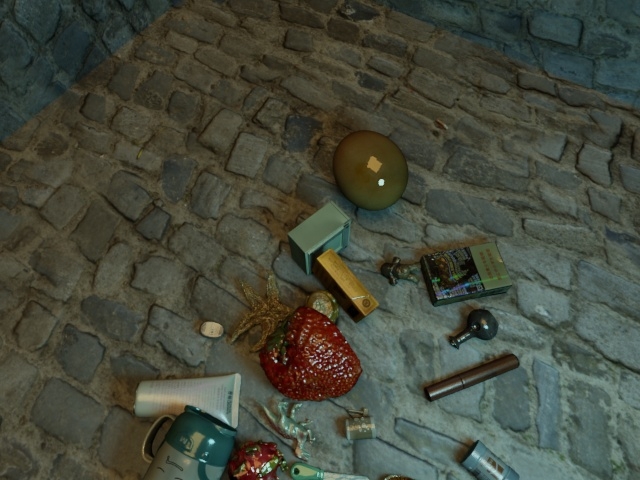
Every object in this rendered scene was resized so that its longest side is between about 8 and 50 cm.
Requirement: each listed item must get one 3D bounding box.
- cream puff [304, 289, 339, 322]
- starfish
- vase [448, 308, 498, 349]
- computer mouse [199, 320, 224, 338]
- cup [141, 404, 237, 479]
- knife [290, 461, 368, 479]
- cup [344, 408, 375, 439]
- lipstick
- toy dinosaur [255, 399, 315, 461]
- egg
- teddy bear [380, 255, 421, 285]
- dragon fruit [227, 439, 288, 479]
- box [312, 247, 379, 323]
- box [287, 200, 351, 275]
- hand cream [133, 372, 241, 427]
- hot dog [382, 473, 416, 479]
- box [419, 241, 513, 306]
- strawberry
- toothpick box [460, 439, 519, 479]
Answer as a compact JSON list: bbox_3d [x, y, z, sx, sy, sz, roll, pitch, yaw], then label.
[{"bbox_3d":[0.008,0.261,1.736,0.126,0.103,0.144,-24,63,3],"label":"cream puff"},{"bbox_3d":[-0.223,0.266,1.763,0.299,0.060,0.303,-16,68,0],"label":"starfish"},{"bbox_3d":[0.561,0.335,1.689,0.182,0.120,0.120,-34,65,4],"label":"vase"},{"bbox_3d":[-0.414,0.343,1.739,0.096,0.039,0.066,13,63,-1],"label":"computer mouse"},{"bbox_3d":[-0.432,0.674,1.449,0.289,0.219,0.258,18,72,23],"label":"cup"},{"bbox_3d":[0.027,0.784,1.501,0.260,0.035,0.063,10,67,3],"label":"knife"},{"bbox_3d":[0.132,0.623,1.556,0.099,0.074,0.102,-5,62,-1],"label":"cup"},{"bbox_3d":[0.542,0.488,1.630,0.356,0.057,0.057,-18,63,-8],"label":"lipstick"},{"bbox_3d":[-0.127,0.632,1.567,0.242,0.053,0.167,19,71,2],"label":"toy dinosaur"},{"bbox_3d":[0.205,-0.300,1.917,0.300,0.301,0.374,-22,64,-10],"label":"egg"},{"bbox_3d":[0.318,0.123,1.814,0.160,0.078,0.120,5,83,8],"label":"teddy bear"},{"bbox_3d":[-0.200,0.729,1.467,0.172,0.160,0.166,-31,43,-14],"label":"dragon fruit"},{"bbox_3d":[0.088,0.172,1.711,0.076,0.174,0.274,-37,80,-16],"label":"box"},{"bbox_3d":[0.000,0.000,1.806,0.225,0.225,0.117,-37,68,-16],"label":"box"},{"bbox_3d":[-0.464,0.555,1.598,0.358,0.118,0.186,5,60,-9],"label":"hand cream"},{"bbox_3d":[0.283,0.815,1.463,0.192,0.053,0.099,11,66,10],"label":"hot dog"},{"bbox_3d":[0.569,0.131,1.803,0.310,0.084,0.198,-10,63,-4],"label":"box"},{"bbox_3d":[-0.026,0.414,1.595,0.351,0.267,0.312,36,100,-12],"label":"strawberry"},{"bbox_3d":[0.544,0.737,1.471,0.153,0.101,0.101,39,69,19],"label":"toothpick box"}]
